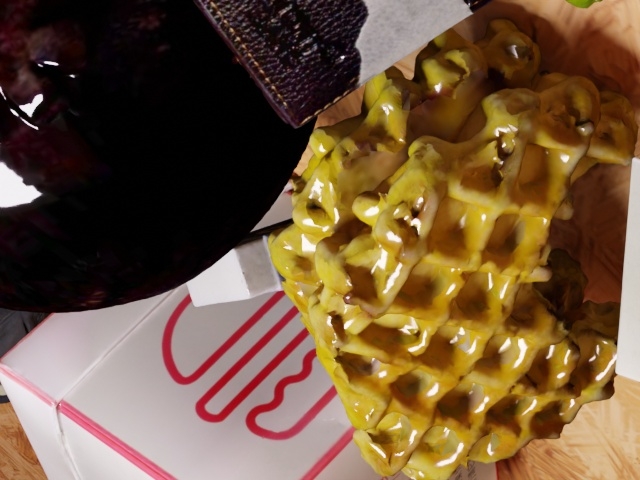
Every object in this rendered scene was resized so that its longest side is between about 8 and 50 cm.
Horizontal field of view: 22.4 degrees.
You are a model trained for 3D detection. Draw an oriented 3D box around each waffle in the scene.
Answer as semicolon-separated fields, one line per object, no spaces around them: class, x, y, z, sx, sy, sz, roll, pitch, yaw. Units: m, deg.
waffle;0.108;0.019;1.152;0.151;0.261;0.324;47;161;48

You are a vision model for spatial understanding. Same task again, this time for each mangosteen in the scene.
mangosteen;-0.184;-0.134;1.203;0.382;0.382;0.435;39;-174;1

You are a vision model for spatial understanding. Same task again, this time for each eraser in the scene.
eraser;0.000;0.000;1.283;0.092;0.212;0.046;-11;98;56

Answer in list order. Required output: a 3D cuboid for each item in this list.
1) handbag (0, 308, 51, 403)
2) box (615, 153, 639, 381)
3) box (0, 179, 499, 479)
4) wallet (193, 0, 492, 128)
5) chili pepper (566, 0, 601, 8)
handbag;-0.438;0.079;1.966;0.254;0.181;0.181;30;149;24
box;0.321;0.041;1.037;0.256;0.069;0.164;18;120;35
box;-0.048;0.168;1.446;0.300;0.312;0.314;29;149;31
wallet;0.004;-0.214;0.966;0.262;0.221;0.071;53;-174;-34
chili pepper;0.180;-0.206;0.914;0.072;0.073;0.204;12;158;-1
